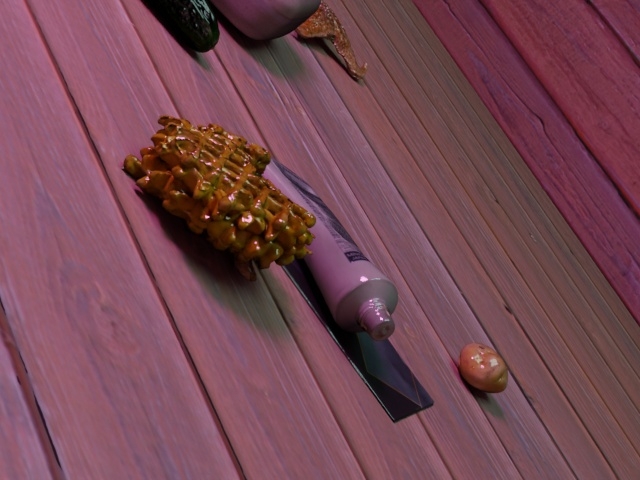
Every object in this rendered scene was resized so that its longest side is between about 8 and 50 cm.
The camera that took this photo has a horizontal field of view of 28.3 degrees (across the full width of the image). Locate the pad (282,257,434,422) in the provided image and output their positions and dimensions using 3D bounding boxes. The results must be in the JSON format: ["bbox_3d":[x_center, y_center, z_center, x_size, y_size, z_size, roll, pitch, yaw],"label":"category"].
[{"bbox_3d":[0.040,0.102,1.475,0.243,0.004,0.164,54,17,12],"label":"pad"}]

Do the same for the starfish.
[{"bbox_3d":[-0.019,-0.431,2.368,0.299,0.060,0.302,55,18,8],"label":"starfish"}]

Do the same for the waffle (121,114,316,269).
[{"bbox_3d":[-0.089,-0.053,1.291,0.193,0.070,0.197,43,21,20],"label":"waffle"}]

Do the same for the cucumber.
[{"bbox_3d":[-0.213,-0.350,1.669,0.241,0.074,0.074,50,17,-4],"label":"cucumber"}]

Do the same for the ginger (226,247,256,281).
[{"bbox_3d":[-0.082,0.005,1.318,0.048,0.030,0.097,28,24,-56],"label":"ginger"}]

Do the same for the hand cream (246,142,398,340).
[{"bbox_3d":[0.000,0.000,1.498,0.124,0.078,0.340,33,15,-43],"label":"hand cream"}]

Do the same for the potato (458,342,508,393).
[{"bbox_3d":[0.219,0.174,1.701,0.083,0.062,0.068,64,19,-45],"label":"potato"}]

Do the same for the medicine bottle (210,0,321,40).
[{"bbox_3d":[-0.162,-0.477,1.977,0.375,0.123,0.282,50,16,-2],"label":"medicine bottle"}]
